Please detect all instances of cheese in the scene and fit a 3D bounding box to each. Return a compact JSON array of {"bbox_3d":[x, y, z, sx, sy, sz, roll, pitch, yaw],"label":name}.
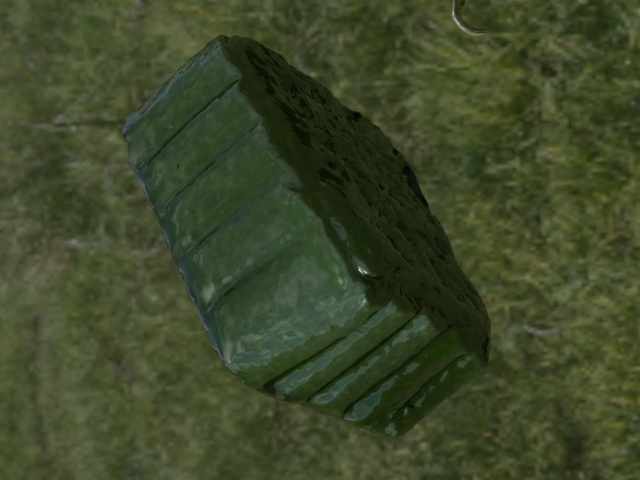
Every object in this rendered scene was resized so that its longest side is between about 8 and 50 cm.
[{"bbox_3d":[0.232,-0.355,2.098,0.084,0.041,0.060,49,-164,-11],"label":"cheese"}]

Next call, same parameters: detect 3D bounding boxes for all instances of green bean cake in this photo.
[{"bbox_3d":[0.000,0.000,0.872,0.125,0.222,0.248,-36,55,18],"label":"green bean cake"}]
